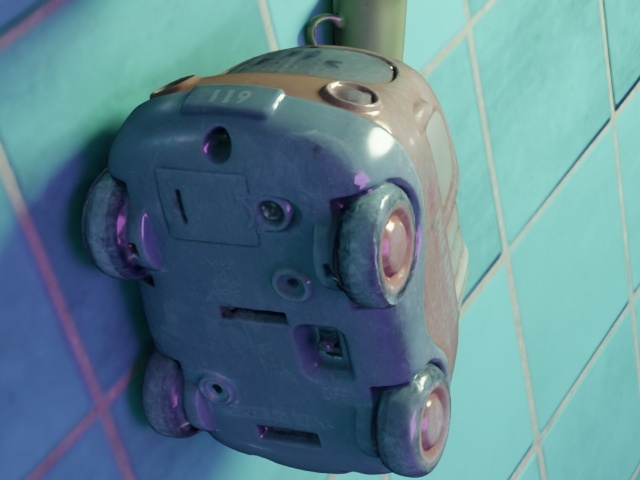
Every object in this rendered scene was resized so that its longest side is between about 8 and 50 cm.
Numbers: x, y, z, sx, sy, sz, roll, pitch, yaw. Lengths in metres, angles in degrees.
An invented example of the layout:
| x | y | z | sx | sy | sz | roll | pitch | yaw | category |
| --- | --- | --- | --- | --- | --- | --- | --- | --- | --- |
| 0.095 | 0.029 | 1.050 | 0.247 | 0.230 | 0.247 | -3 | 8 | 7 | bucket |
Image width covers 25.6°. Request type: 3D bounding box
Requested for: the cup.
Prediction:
| x | y | z | sx | sy | sz | roll | pitch | yaw | category |
| --- | --- | --- | --- | --- | --- | --- | --- | --- | --- |
| 0.030 | -0.141 | 1.023 | 0.075 | 0.054 | 0.083 | -29 | 126 | -50 | cup |

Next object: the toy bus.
| x | y | z | sx | sy | sz | roll | pitch | yaw | category |
| --- | --- | --- | --- | --- | --- | --- | --- | --- | --- |
| 0.000 | 0.000 | 0.915 | 0.232 | 0.197 | 0.294 | -56 | 142 | -45 | toy bus |
